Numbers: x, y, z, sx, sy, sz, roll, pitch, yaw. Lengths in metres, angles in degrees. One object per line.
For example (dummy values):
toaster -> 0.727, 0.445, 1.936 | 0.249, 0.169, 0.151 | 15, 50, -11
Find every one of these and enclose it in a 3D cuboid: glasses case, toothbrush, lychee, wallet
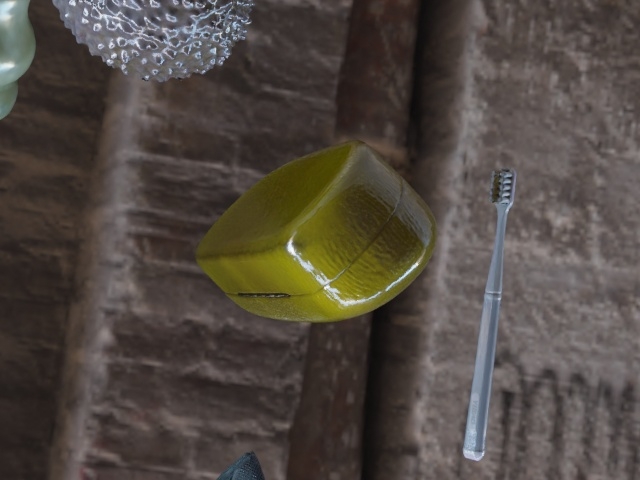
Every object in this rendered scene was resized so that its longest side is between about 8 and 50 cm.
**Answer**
glasses case -> 0.000, 0.000, 1.119 | 0.141, 0.173, 0.371 | 44, 164, -14
toothbrush -> 0.195, 0.086, 1.242 | 0.025, 0.342, 0.030 | 10, -171, 37
lychee -> -0.288, -0.471, 1.913 | 0.380, 0.380, 0.432 | 6, 167, 19
wallet -> -0.115, 0.375, 1.573 | 0.026, 0.088, 0.129 | 40, -165, -36

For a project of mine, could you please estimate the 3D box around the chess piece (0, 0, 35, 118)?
chess piece -> -0.234, -0.222, 0.751 | 0.144, 0.251, 0.144 | 28, -154, -15
